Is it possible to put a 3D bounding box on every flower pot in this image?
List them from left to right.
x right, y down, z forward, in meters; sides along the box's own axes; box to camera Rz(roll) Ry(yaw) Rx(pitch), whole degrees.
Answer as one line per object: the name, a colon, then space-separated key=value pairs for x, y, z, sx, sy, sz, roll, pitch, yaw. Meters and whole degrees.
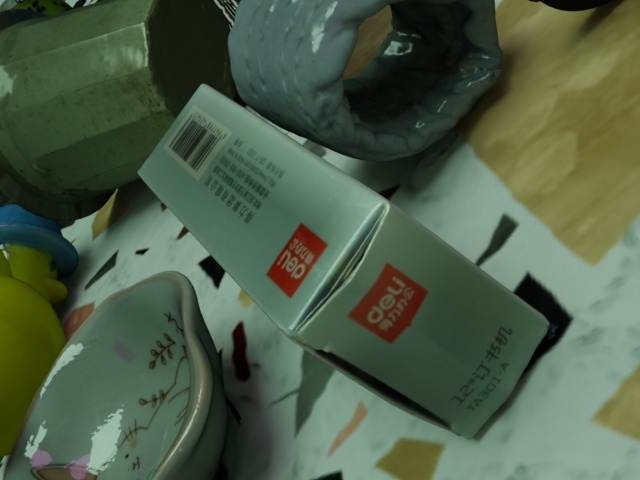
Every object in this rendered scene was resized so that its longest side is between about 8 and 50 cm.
flower pot: x=-0.185 y=-0.134 z=0.844 sx=0.203 sy=0.212 sz=0.212 roll=-9 pitch=52 yaw=28

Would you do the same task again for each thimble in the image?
thimble: x=0.031 y=-0.123 z=0.581 sx=0.151 sy=0.127 sz=0.118 roll=-31 pitch=35 yaw=-21

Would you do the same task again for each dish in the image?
dish: x=-0.119 y=0.135 z=0.596 sx=0.229 sy=0.081 sz=0.229 roll=-32 pitch=41 yaw=33

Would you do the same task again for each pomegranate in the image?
pomegranate: x=-0.387 y=-0.272 z=1.282 sx=0.122 sy=0.122 sz=0.161 roll=-24 pitch=81 yaw=36

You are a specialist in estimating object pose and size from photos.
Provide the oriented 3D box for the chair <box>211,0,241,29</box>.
chair: x=-0.123 y=-0.307 z=0.975 sx=0.176 sy=0.183 sz=0.326 roll=-39 pitch=80 yaw=19

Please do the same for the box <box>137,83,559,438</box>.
box: x=0.000 y=0.000 z=0.526 sx=0.079 sy=0.135 sz=0.269 roll=-55 pitch=32 yaw=3

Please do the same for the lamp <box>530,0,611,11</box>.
lamp: x=0.149 y=-0.256 z=0.662 sx=0.130 sy=0.109 sz=0.371 roll=-56 pitch=17 yaw=18

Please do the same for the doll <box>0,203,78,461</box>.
doll: x=-0.284 y=0.089 z=0.787 sx=0.363 sy=0.145 sz=0.199 roll=-105 pitch=24 yaw=-66
